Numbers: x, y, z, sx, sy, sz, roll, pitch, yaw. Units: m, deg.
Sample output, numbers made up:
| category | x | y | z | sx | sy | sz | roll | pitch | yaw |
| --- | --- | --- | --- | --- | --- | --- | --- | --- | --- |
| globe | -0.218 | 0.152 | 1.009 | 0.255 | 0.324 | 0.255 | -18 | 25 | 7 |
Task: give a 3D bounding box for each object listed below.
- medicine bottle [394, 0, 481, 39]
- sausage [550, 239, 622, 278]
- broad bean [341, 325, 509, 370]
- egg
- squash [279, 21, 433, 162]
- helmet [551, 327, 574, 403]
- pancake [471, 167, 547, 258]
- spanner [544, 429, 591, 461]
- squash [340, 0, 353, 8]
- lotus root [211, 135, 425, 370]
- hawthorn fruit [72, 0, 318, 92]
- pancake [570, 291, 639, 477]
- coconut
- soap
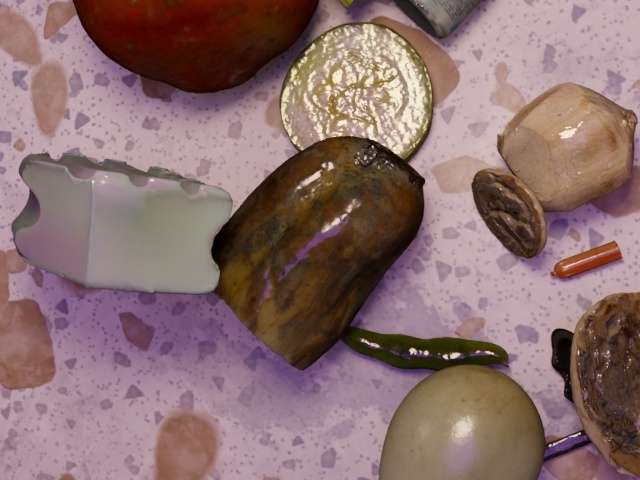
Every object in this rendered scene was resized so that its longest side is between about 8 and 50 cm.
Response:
| category | x | y | z | sx | sy | sz | roll | pitch | yaw |
| --- | --- | --- | --- | --- | --- | --- | --- | --- | --- |
| medicine bottle | 0.201 | -0.414 | 1.359 | 0.135 | 0.135 | 0.168 | 44 | 96 | 11 |
| sausage | 0.401 | 0.033 | 1.334 | 0.107 | 0.031 | 0.031 | -22 | 81 | 10 |
| broad bean | 0.144 | 0.172 | 1.370 | 0.297 | 0.043 | 0.060 | 7 | 77 | 13 |
| egg | 0.192 | 0.320 | 1.257 | 0.218 | 0.218 | 0.295 | 27 | 91 | 12 |
| squash | 0.058 | -0.221 | 1.415 | 0.252 | 0.049 | 0.252 | -1 | 86 | 11 |
| helmet | 0.395 | 0.183 | 1.296 | 0.070 | 0.098 | 0.123 | -10 | 79 | -16 |
| pancake | 0.282 | -0.041 | 1.306 | 0.028 | 0.158 | 0.158 | -34 | 79 | -18 |
| spanner | 0.385 | 0.302 | 1.324 | 0.254 | 0.015 | 0.054 | -25 | 79 | 9 |
| squash | 0.070 | -0.503 | 1.386 | 0.237 | 0.204 | 0.155 | -44 | 99 | 9 |
| lotus root | 0.000 | 0.000 | 1.316 | 0.250 | 0.250 | 0.346 | 44 | 97 | 11 |
| hawthorn fruit | -0.207 | -0.415 | 1.315 | 0.403 | 0.403 | 0.402 | -1 | 85 | 12 |
| pancake | 0.462 | 0.202 | 1.243 | 0.282 | 0.049 | 0.282 | 4 | 78 | -21 |
| coconut | 0.370 | -0.138 | 1.281 | 0.194 | 0.194 | 0.194 | -1 | 85 | 12 |
| soap | -0.321 | -0.040 | 1.320 | 0.261 | 0.446 | 0.156 | 6 | 97 | -24 |
